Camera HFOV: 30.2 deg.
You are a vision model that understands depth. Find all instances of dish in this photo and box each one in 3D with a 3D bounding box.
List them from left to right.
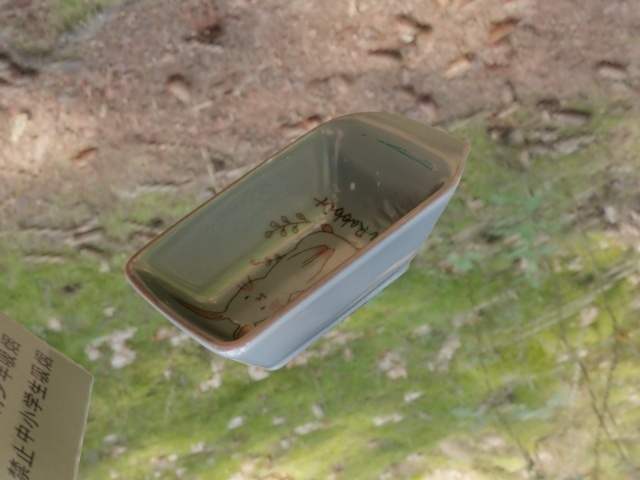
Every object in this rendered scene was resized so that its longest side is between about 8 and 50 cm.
[{"bbox_3d":[0.000,0.000,0.795,0.234,0.154,0.064,-37,126,-17],"label":"dish"}]

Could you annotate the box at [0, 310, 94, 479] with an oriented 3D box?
[{"bbox_3d":[-0.245,0.062,0.617,0.259,0.168,0.071,38,108,-19],"label":"box"}]
